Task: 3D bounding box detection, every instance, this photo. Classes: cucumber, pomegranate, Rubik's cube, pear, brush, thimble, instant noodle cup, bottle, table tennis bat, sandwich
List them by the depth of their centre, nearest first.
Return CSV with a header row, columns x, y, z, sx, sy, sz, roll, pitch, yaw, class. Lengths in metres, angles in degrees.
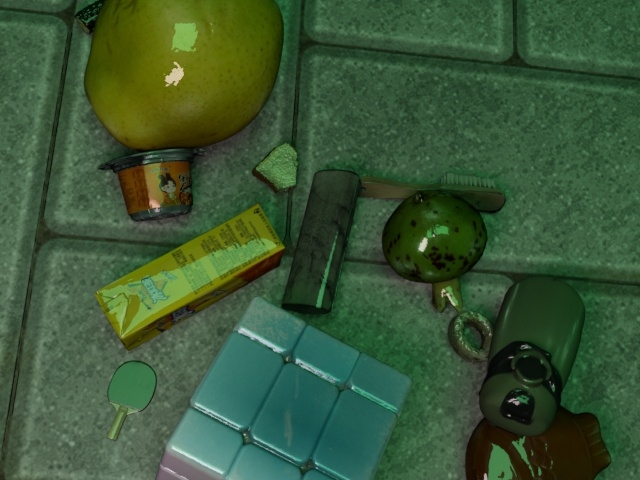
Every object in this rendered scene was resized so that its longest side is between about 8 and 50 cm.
x,y,z,sx,sy,sz,roll,pitch,yaw,class
-0.074,0.347,1.423,0.316,0.318,0.321,28,53,3,Rubik's cube
0.396,0.222,1.565,0.169,0.168,0.347,31,40,2,bottle
-0.371,0.306,1.593,0.087,0.013,0.156,21,71,-2,table tennis bat
-0.269,-0.362,1.630,0.418,0.362,0.362,-45,83,-4,pear
-0.325,-0.106,1.649,0.208,0.177,0.125,-10,88,9,instant noodle cup
0.234,0.018,1.676,0.211,0.211,0.263,-22,112,-13,pomegranate
0.309,0.198,1.689,0.085,0.062,0.109,-18,76,-12,thimble
-0.080,-0.152,1.755,0.093,0.035,0.105,37,71,5,sandwich
0.232,-0.115,1.775,0.328,0.070,0.065,5,55,-5,brush
-0.441,-0.510,1.803,0.187,0.058,0.058,-30,80,-16,cucumber

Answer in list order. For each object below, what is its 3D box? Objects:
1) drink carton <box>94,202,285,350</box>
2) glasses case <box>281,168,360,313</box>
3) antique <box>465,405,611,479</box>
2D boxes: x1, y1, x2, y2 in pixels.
x,y,z,sx,sy,sz,roll,pitch,yaw,class
-0.248,0.072,1.603,0.351,0.154,0.111,-29,79,-15,drink carton
0.000,0.000,1.694,0.114,0.060,0.299,2,69,34,glasses case
0.410,0.419,1.602,0.278,0.129,0.223,-18,76,-12,antique
